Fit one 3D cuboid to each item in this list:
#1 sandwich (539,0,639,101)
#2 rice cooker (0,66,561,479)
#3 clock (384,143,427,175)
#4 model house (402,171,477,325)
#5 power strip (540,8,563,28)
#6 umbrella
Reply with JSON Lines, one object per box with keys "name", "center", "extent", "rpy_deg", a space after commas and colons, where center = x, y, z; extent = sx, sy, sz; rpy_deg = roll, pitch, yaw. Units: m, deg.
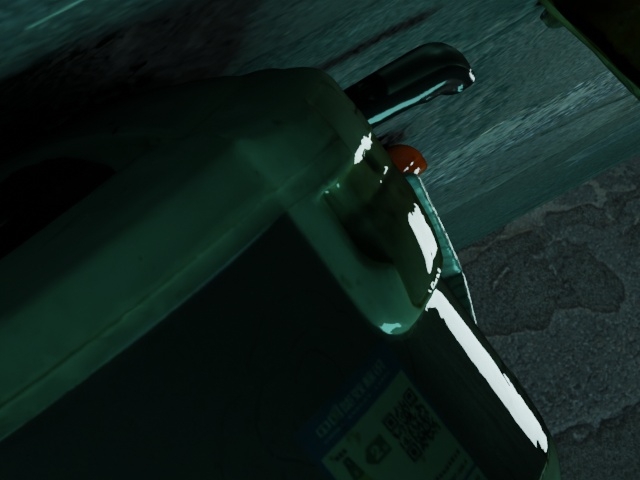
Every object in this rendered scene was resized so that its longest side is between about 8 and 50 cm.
{"name": "sandwich", "center": [0.153, -0.081, 0.667], "extent": [0.087, 0.226, 0.251], "rpy_deg": [-41, 174, 11]}
{"name": "rice cooker", "center": [-0.061, 0.080, 0.745], "extent": [0.288, 0.277, 0.288], "rpy_deg": [-33, -169, 7]}
{"name": "clock", "center": [0.000, 0.000, 1.310], "extent": [0.205, 0.051, 0.205], "rpy_deg": [-38, -179, 1]}
{"name": "model house", "center": [-0.026, 0.073, 1.106], "extent": [0.224, 0.198, 0.215], "rpy_deg": [-18, -176, 15]}
{"name": "power strip", "center": [0.265, -0.184, 1.083], "extent": [0.213, 0.064, 0.198], "rpy_deg": [-35, 174, 40]}
{"name": "umbrella", "center": [-0.032, -0.046, 0.912], "extent": [0.248, 0.071, 0.071], "rpy_deg": [-33, 175, -5]}
